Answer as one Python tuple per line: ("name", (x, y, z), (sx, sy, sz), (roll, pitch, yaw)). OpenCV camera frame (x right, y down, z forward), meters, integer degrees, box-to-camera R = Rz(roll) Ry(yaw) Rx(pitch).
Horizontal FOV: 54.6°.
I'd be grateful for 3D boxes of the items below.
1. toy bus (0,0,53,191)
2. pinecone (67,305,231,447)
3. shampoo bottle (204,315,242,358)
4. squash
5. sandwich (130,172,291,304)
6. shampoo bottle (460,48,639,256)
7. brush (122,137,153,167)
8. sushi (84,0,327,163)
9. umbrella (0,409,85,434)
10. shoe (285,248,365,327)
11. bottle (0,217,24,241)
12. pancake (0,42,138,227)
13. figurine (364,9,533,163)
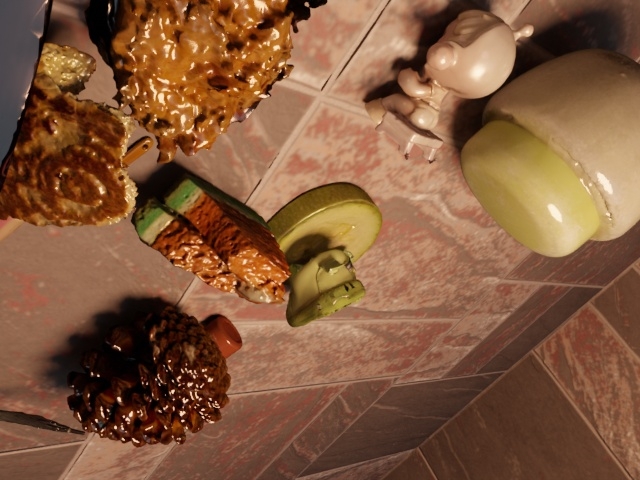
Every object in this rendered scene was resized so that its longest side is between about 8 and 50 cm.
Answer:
("toy bus", (-0.328, -0.175, 0.550), (0.128, 0.147, 0.302), (5, 120, -41))
("pinecone", (-0.312, 0.250, 1.108), (0.292, 0.246, 0.246), (-18, 152, 20))
("shampoo bottle", (-0.275, 0.250, 1.263), (0.244, 0.085, 0.085), (-35, 147, 10))
("squash", (0.000, 0.000, 1.179), (0.252, 0.049, 0.252), (-22, 147, -15))
("sandwich", (-0.145, 0.003, 0.941), (0.109, 0.212, 0.292), (-51, 131, 4))
("shampoo bottle", (0.434, -0.153, 1.074), (0.317, 0.322, 0.322), (-39, 147, 0))
("brush", (-0.297, -0.088, 0.852), (0.170, 0.014, 0.043), (-36, 146, 5))
("sushi", (-0.099, -0.267, 0.600), (0.235, 0.207, 0.348), (-6, 138, -23))
("umbrella", (-0.539, 0.298, 1.064), (0.269, 0.044, 0.044), (18, 158, -13))
("shoe", (0.009, 0.087, 1.158), (0.140, 0.128, 0.262), (-10, 175, -15))
("bottle", (-0.428, -0.017, 0.810), (0.096, 0.045, 0.045), (-38, 147, 13))
("pancake", (-0.323, -0.115, 0.699), (0.258, 0.056, 0.212), (2, 121, 8))
("figurine", (0.196, -0.243, 0.930), (0.182, 0.144, 0.256), (19, 120, -47))
